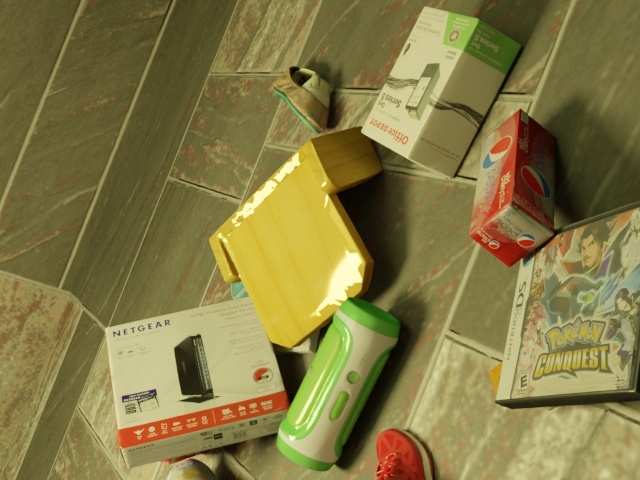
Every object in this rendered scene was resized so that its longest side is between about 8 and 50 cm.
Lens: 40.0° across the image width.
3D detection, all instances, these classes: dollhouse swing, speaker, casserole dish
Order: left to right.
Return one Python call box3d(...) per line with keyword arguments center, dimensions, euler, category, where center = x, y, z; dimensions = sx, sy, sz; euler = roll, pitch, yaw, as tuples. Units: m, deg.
box3d(center=(-0.163, 0.078, 2.096), dimensions=(0.188, 0.037, 0.114), euler=(-48, 34, 33), category="casserole dish")
box3d(center=(0.000, 0.000, 1.814), dimensions=(0.347, 0.315, 0.305), euler=(-42, 81, 32), category="dollhouse swing")
box3d(center=(0.032, 0.255, 1.567), dimensions=(0.296, 0.131, 0.131), euler=(-64, 30, 6), category="speaker")

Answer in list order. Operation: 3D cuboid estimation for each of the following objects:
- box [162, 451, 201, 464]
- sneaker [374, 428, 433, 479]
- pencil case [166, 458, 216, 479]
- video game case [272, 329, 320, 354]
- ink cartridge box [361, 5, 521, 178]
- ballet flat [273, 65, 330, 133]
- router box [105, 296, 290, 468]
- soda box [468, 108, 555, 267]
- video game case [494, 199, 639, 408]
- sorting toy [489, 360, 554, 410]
box3d(center=(-0.330, 0.405, 1.938), dimensions=(0.257, 0.123, 0.128), euler=(52, -125, -79), category="box")
box3d(center=(0.108, 0.364, 1.364), dimensions=(0.087, 0.128, 0.221), euler=(-59, 31, 16), category="sneaker")
box3d(center=(-0.260, 0.538, 1.798), dimensions=(0.273, 0.114, 0.124), euler=(-172, 79, -79), category="pencil case")
box3d(center=(-0.049, 0.139, 1.880), dimensions=(0.193, 0.023, 0.212), euler=(-13, 60, 55), category="video game case")
box3d(center=(0.217, -0.275, 1.625), dimensions=(0.272, 0.115, 0.198), euler=(-63, 30, 9), category="ink cartridge box")
box3d(center=(-0.036, -0.355, 2.115), dimensions=(0.106, 0.107, 0.316), euler=(-48, 33, 7), category="ballet flat")
box3d(center=(-0.256, 0.281, 1.801), dimensions=(0.082, 0.336, 0.301), euler=(88, 166, -47), category="router box")
box3d(center=(0.292, -0.084, 1.322), dimensions=(0.092, 0.083, 0.263), euler=(-42, 17, 36), category="soda box")
box3d(center=(0.335, 0.088, 1.134), dimensions=(0.275, 0.035, 0.248), euler=(-29, 43, 64), category="video game case")
box3d(center=(0.367, 0.118, 1.189), dimensions=(0.348, 0.047, 0.196), euler=(-40, 36, 41), category="sorting toy")
